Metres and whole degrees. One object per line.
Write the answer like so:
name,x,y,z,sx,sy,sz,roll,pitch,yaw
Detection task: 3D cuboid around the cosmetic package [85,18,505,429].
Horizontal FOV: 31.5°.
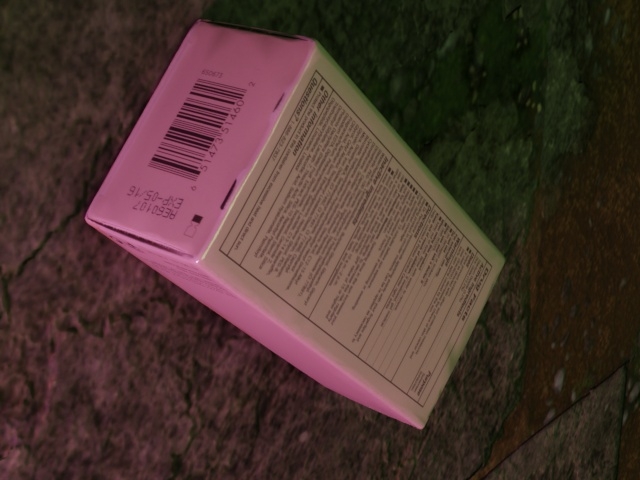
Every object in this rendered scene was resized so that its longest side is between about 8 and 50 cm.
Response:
cosmetic package,0.000,0.000,0.802,0.309,0.113,0.160,44,70,-50
